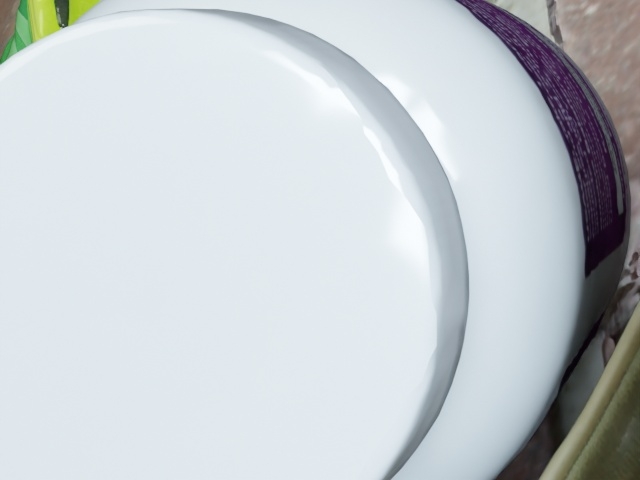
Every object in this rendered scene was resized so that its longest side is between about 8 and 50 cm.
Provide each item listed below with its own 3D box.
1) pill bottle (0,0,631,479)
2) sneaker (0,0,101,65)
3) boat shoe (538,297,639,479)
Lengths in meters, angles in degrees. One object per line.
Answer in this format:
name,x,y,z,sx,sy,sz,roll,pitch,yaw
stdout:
pill bottle,0.000,0.000,0.508,0.169,0.169,0.301,-48,-7,12
sneaker,-0.162,-0.063,1.075,0.123,0.109,0.295,115,168,-58
boat shoe,0.067,0.095,0.433,0.285,0.089,0.104,-47,9,-33
